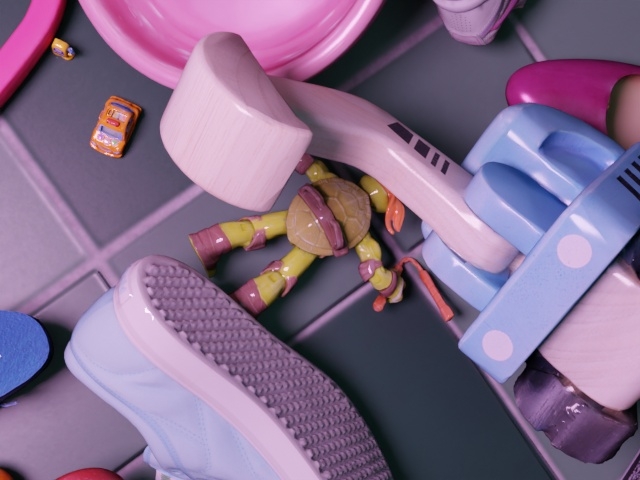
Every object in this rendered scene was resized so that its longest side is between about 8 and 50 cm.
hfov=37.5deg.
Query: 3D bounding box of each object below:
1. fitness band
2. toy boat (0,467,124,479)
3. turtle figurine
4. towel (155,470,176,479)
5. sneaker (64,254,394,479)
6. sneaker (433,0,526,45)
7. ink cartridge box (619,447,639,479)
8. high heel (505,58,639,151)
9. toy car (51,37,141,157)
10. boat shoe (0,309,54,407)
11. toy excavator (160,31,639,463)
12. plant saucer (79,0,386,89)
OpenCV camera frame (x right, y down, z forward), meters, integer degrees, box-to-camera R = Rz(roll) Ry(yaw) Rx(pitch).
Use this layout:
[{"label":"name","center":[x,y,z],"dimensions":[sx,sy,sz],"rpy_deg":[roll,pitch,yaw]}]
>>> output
[{"label":"fitness band","center":[-0.368,-0.210,0.878],"dimensions":[0.209,0.054,0.291],"rpy_deg":[36,82,-5]},{"label":"toy boat","center":[-0.280,0.261,0.822],"dimensions":[0.231,0.151,0.151],"rpy_deg":[-24,50,-25]},{"label":"turtle figurine","center":[0.000,0.000,0.906],"dimensions":[0.217,0.087,0.270],"rpy_deg":[-31,91,-11]},{"label":"towel","center":[-0.084,0.239,0.909],"dimensions":[0.151,0.023,0.113],"rpy_deg":[6,86,-11]},{"label":"sneaker","center":[-0.075,0.174,0.860],"dimensions":[0.150,0.135,0.366],"rpy_deg":[-36,105,27]},{"label":"sneaker","center":[0.174,-0.297,0.961],"dimensions":[0.102,0.111,0.252],"rpy_deg":[19,60,26]},{"label":"ink cartridge box","center":[0.499,0.245,0.984],"dimensions":[0.307,0.072,0.304],"rpy_deg":[36,80,-3]},{"label":"high heel","center":[0.381,-0.119,0.933],"dimensions":[0.377,0.181,0.127],"rpy_deg":[11,84,-9]},{"label":"toy car","center":[-0.226,-0.136,0.902],"dimensions":[0.122,0.040,0.060],"rpy_deg":[41,80,-5]},{"label":"boat shoe","center":[-0.362,0.129,0.838],"dimensions":[0.258,0.089,0.109],"rpy_deg":[-18,76,-6]},{"label":"toy excavator","center":[0.136,-0.027,0.819],"dimensions":[0.445,0.433,0.222],"rpy_deg":[40,122,14]},{"label":"plant saucer","center":[-0.076,-0.298,0.866],"dimensions":[0.332,0.084,0.332],"rpy_deg":[3,100,16]}]
